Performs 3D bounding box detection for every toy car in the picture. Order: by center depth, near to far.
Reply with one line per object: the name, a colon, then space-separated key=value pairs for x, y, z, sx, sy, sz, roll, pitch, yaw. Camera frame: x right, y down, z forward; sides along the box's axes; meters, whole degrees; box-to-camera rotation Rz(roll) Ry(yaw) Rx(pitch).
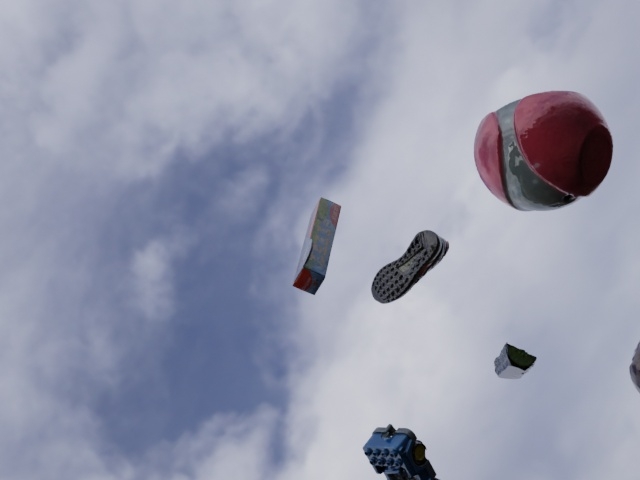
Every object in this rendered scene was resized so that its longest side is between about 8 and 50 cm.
toy car: x=0.145 y=0.425 z=1.674 sx=0.100 sy=0.097 sz=0.191 roll=-43 pitch=-68 yaw=-38

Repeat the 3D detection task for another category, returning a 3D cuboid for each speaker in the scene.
speaker: x=0.475 y=-0.194 z=2.037 sx=0.294 sy=0.294 sz=0.294 roll=-24 pitch=-52 yaw=-35

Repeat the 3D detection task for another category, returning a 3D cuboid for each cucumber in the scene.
cucumber: x=0.386 y=0.246 z=1.861 sx=0.220 sy=0.070 sz=0.046 roll=71 pitch=-145 yaw=-75

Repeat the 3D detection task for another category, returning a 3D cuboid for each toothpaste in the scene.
toothpaste: x=0.000 y=0.000 z=1.604 sx=0.193 sy=0.044 sz=0.070 roll=-77 pitch=13 yaw=-49

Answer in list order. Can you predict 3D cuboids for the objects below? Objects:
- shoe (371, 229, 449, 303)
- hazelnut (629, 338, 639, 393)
shoe: x=0.185 y=0.059 z=1.884 sx=0.077 sy=0.074 sz=0.194 roll=8 pitch=-50 yaw=-51
hazelnut: x=0.728 y=0.245 z=1.923 sx=0.202 sy=0.170 sz=0.160 roll=-53 pitch=-30 yaw=10
